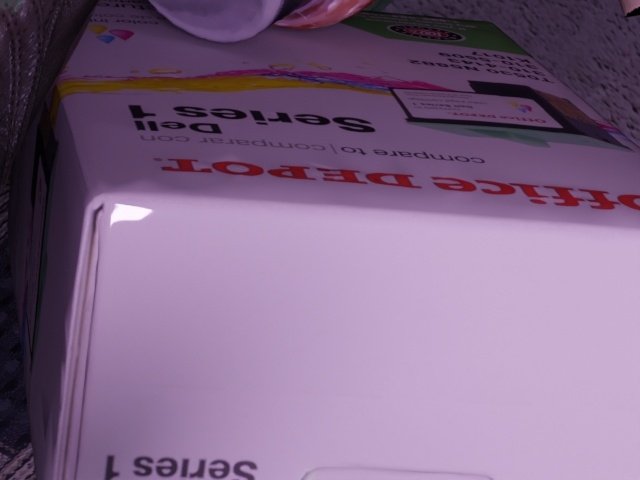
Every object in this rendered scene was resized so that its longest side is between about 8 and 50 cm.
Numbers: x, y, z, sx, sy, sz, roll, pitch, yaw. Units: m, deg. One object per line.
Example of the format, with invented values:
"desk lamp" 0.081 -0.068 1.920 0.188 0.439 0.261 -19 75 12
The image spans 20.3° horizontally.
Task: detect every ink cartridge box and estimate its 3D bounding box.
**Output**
"ink cartridge box" 0.000 0.000 0.628 0.278 0.201 0.117 -120 -144 -66

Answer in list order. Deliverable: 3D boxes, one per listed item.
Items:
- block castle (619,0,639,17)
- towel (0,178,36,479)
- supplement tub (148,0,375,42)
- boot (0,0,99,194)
"block castle" 0.266 -0.259 0.638 0.303 0.213 0.453 -13 172 -10
"towel" -0.184 0.111 0.772 0.324 0.056 0.312 -43 -141 -22
"supplement tub" 0.008 -0.148 0.676 0.106 0.106 0.198 -43 -178 45
"boot" -0.071 -0.081 0.482 0.229 0.091 0.263 -54 -167 -6
